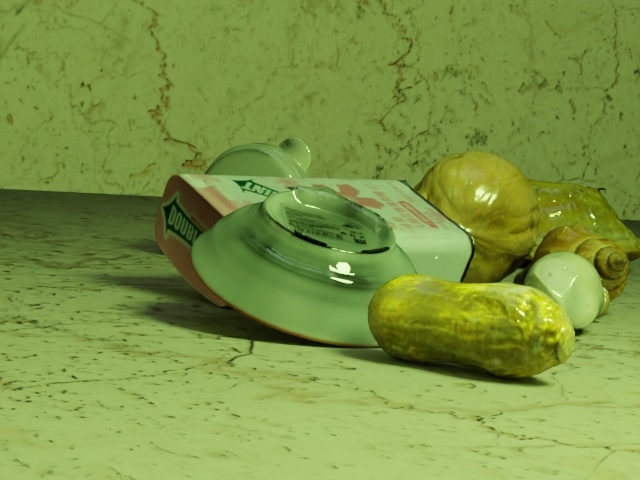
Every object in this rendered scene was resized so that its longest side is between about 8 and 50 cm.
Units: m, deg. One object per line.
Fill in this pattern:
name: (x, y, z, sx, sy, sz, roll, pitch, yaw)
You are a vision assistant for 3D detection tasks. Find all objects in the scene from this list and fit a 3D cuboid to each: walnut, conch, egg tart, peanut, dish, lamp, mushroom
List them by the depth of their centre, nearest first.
peanut: (0.137, 0.078, 1.332, 0.206, 0.087, 0.087, 6, 5, 33)
dish: (0.001, 0.010, 1.509, 0.260, 0.085, 0.260, 15, 22, -6)
mushroom: (0.289, 0.059, 1.700, 0.097, 0.088, 0.212, 16, 2, 18)
conch: (0.316, 0.045, 1.915, 0.093, 0.109, 0.330, -40, 7, -22)
walnut: (0.205, -0.025, 1.992, 0.195, 0.195, 0.221, 5, 5, 13)
lamp: (-0.113, -0.050, 2.168, 0.246, 0.180, 0.108, -15, -5, 17)
egg tart: (0.393, -0.030, 2.538, 0.339, 0.153, 0.351, 5, 5, -33)

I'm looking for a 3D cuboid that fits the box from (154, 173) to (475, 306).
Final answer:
box: (0.000, 0.000, 1.785, 0.369, 0.112, 0.190, 2, 29, -38)
